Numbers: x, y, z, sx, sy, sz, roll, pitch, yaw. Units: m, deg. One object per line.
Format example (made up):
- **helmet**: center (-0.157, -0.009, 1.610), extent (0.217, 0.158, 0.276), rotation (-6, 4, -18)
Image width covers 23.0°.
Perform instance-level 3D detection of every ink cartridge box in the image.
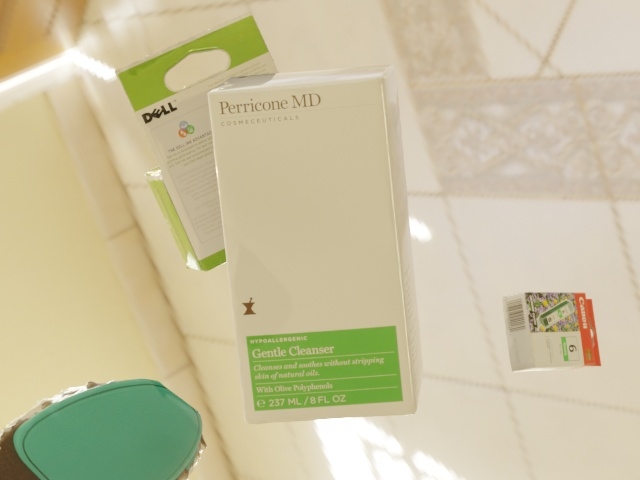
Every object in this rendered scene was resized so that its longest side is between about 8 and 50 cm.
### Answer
- **ink cartridge box**: center (0.201, 0.075, 1.302), extent (0.029, 0.115, 0.062), rotation (-17, 76, 47)
- **ink cartridge box**: center (-0.118, -0.117, 1.870), extent (0.255, 0.189, 0.097), rotation (66, 164, -8)

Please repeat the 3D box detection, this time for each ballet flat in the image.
- **ballet flat**: center (-0.259, 0.239, 1.319), extent (0.147, 0.409, 0.147), rotation (12, 114, 28)

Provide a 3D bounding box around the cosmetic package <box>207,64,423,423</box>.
- **cosmetic package**: center (0.000, 0.000, 1.716), extent (0.197, 0.155, 0.365), rotation (-6, 102, 8)
